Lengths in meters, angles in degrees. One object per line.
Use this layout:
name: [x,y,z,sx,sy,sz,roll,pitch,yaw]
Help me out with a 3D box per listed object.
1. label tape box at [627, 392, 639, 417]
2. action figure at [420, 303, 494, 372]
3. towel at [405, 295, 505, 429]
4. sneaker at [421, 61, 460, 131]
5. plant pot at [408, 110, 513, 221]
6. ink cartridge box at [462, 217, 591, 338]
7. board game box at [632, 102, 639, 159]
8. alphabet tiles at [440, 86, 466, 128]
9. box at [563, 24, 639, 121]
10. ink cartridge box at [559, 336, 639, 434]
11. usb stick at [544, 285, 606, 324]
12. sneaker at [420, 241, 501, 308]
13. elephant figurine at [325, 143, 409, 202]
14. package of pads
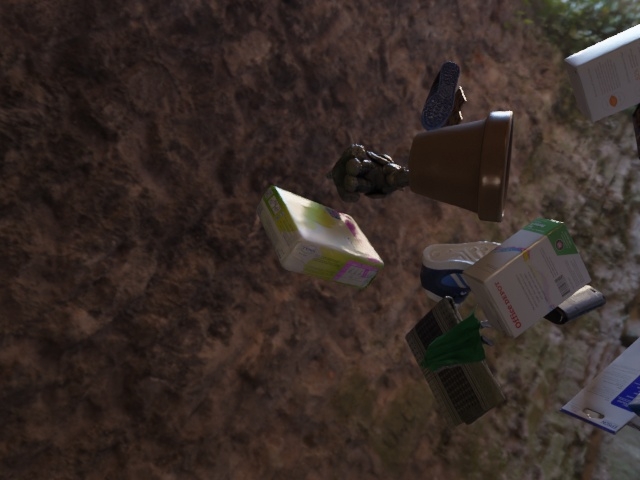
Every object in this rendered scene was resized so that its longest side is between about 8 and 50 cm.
label tape box: [0.713,0.195,0.941,0.347,0.115,0.249,-48,-22,-2]
action figure: [0.321,0.264,1.346,0.232,0.064,0.137,-44,30,47]
towel: [0.380,0.355,1.588,0.056,0.324,0.312,-13,-27,-23]
sneaker: [0.349,-0.404,1.618,0.090,0.082,0.232,90,-158,-72]
plant pot: [0.340,-0.185,1.352,0.263,0.230,0.262,7,-90,-71]
ink cartridge box: [0.427,0.076,1.154,0.212,0.154,0.093,-36,18,-8]
board game box: [0.687,-0.165,0.973,0.165,0.244,0.042,-62,-14,-46]
alphabet tiles: [0.453,-0.421,1.960,0.198,0.009,0.237,-59,12,31]
box: [0.619,-0.348,1.150,0.130,0.171,0.091,61,-161,-23]
ink cartridge box: [0.700,0.311,1.206,0.333,0.065,0.165,-34,10,-12]
usb stick: [0.618,0.155,1.355,0.278,0.077,0.045,-6,-61,-45]
sneaker: [0.484,0.129,1.784,0.130,0.323,0.236,-69,-25,-44]
elephant figurine: [0.167,-0.177,1.578,0.240,0.186,0.169,1,-41,-22]
package of pads: [0.000,0.000,1.393,0.297,0.229,0.101,18,-60,-38]
